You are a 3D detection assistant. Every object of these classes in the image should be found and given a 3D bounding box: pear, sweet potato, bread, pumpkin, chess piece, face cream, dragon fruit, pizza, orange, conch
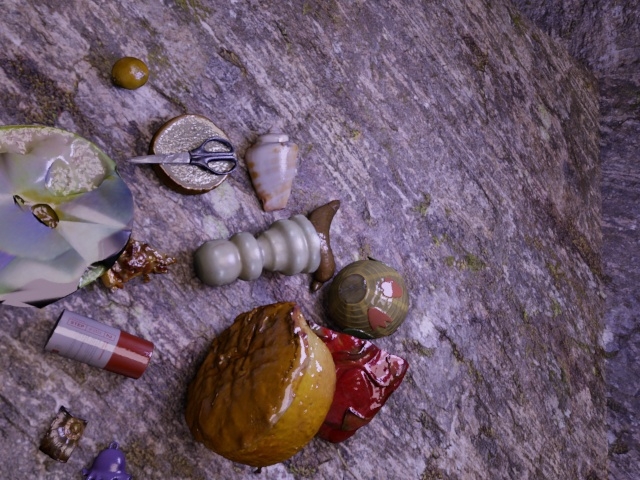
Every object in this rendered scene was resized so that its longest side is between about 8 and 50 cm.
[{"bbox_3d":[-0.625,-0.049,1.072,0.398,0.165,0.399,9,74,-32],"label":"pear"},{"bbox_3d":[-0.002,0.001,1.517,0.124,0.098,0.310,28,61,-49],"label":"sweet potato"},{"bbox_3d":[-0.352,-0.236,1.358,0.236,0.070,0.236,8,76,-32],"label":"bread"},{"bbox_3d":[-0.141,0.337,1.195,0.215,0.398,0.398,48,57,-28],"label":"bread"},{"bbox_3d":[-0.564,0.426,1.083,0.073,0.035,0.101,30,67,-11],"label":"pumpkin"},{"bbox_3d":[-0.180,0.040,1.351,0.330,0.182,0.183,-13,86,-30],"label":"chess piece"},{"bbox_3d":[-0.503,0.241,1.127,0.214,0.095,0.096,29,64,-25],"label":"face cream"},{"bbox_3d":[0.046,0.384,1.379,0.329,0.228,0.286,47,60,-18],"label":"dragon fruit"},{"bbox_3d":[-0.449,0.049,1.223,0.193,0.069,0.154,0,78,-32],"label":"pizza"},{"bbox_3d":[-0.503,-0.439,1.297,0.095,0.085,0.085,-39,101,-28],"label":"orange"},{"bbox_3d":[-0.130,-0.223,1.466,0.158,0.127,0.255,-9,84,-35],"label":"conch"}]

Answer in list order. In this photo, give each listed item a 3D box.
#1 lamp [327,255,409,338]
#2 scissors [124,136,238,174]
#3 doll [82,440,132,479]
[{"bbox_3d":[0.152,0.190,1.500,0.284,0.250,0.250,42,53,-56],"label":"lamp"},{"bbox_3d":[-0.360,-0.217,1.295,0.299,0.022,0.109,-10,83,-32],"label":"scissors"},{"bbox_3d":[-0.478,0.549,1.075,0.109,0.067,0.206,9,58,-4],"label":"doll"}]
